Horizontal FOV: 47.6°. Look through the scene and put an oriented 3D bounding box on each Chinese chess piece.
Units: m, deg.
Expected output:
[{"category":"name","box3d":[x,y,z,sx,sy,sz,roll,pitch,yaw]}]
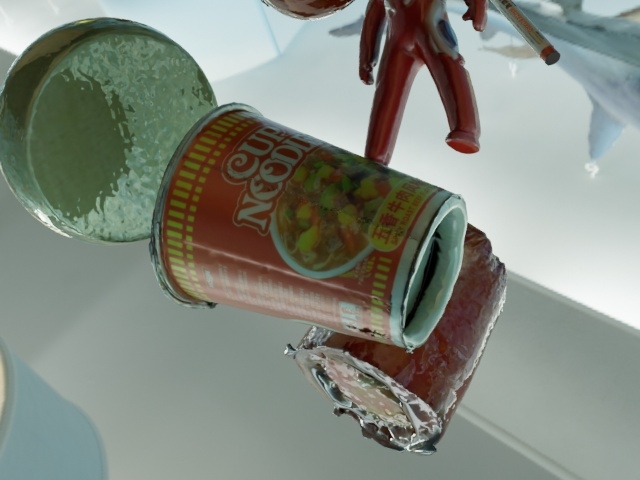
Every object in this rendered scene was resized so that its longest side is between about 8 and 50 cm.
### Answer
[{"category":"Chinese chess piece","box3d":[-0.231,-0.119,0.809,0.101,0.250,0.250,18,-122,45]}]

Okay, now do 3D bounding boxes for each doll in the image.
[{"category":"doll","box3d":[0.116,-0.268,0.855,0.188,0.099,0.384,-16,-116,42]}]

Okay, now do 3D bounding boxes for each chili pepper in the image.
[{"category":"chili pepper","box3d":[0.132,0.138,1.073,0.305,0.229,0.251,-44,-173,-37]}]

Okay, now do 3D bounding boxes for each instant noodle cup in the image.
[{"category":"instant noodle cup","box3d":[0.000,0.000,0.607,0.212,0.193,0.193,18,-122,24]}]

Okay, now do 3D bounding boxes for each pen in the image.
[{"category":"pen","box3d":[0.294,-0.341,1.099,0.026,0.026,0.218,-25,-124,-1]}]

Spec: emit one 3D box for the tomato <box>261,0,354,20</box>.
[{"category":"tomato","box3d":[0.010,-0.303,0.681,0.112,0.228,0.199,39,-77,22]}]
